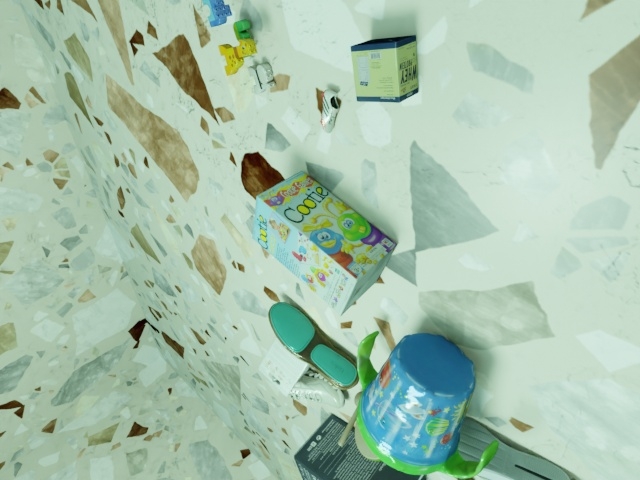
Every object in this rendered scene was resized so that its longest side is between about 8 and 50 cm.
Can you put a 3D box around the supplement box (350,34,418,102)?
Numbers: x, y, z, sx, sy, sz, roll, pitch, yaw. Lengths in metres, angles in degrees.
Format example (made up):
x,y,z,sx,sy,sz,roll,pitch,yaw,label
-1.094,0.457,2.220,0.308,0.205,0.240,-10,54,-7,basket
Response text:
x,y,z,sx,sy,sz,roll,pitch,yaw,label
0.099,-0.262,0.617,0.083,0.056,0.083,18,131,39,supplement box

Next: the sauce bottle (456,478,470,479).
x,y,z,sx,sy,sz,roll,pitch,yaw,label
0.360,0.599,1.052,0.128,0.042,0.042,56,144,-1,sauce bottle

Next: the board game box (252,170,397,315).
x,y,z,sx,sy,sz,roll,pitch,yaw,label
0.000,0.000,0.872,0.275,0.142,0.144,40,142,18,board game box

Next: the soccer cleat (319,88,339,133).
x,y,z,sx,sy,sz,roll,pitch,yaw,label
0.019,-0.239,0.751,0.035,0.029,0.083,28,133,37,soccer cleat

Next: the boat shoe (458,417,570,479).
x,y,z,sx,sy,sz,roll,pitch,yaw,label
0.382,0.498,0.891,0.302,0.109,0.094,17,133,36,boat shoe

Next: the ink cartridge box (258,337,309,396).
x,y,z,sx,sy,sz,roll,pitch,yaw,label
-0.113,0.409,1.349,0.145,0.045,0.179,36,109,22,ink cartridge box

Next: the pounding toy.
x,y,z,sx,sy,sz,roll,pitch,yaw,label
0.180,0.522,1.114,0.110,0.183,0.237,36,150,-22,pounding toy

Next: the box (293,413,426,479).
x,y,z,sx,sy,sz,roll,pitch,yaw,label
0.144,0.837,1.349,0.395,0.212,0.293,12,127,42,box

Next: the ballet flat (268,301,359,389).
x,y,z,sx,sy,sz,roll,pitch,yaw,label
-0.024,0.324,1.220,0.342,0.116,0.124,35,160,18,ballet flat

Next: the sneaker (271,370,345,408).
x,y,z,sx,sy,sz,roll,pitch,yaw,label
-0.045,0.502,1.365,0.292,0.118,0.110,15,128,39,sneaker

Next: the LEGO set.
x,y,z,sx,sy,sz,roll,pitch,yaw,label
-0.146,-0.389,0.762,0.093,0.087,0.227,14,130,42,LEGO set

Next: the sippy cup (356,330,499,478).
x,y,z,sx,sy,sz,roll,pitch,yaw,label
0.213,0.328,0.857,0.305,0.240,0.224,17,125,8,sippy cup
